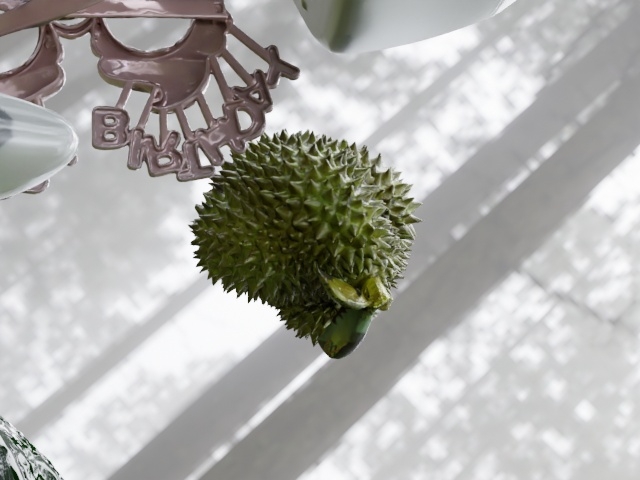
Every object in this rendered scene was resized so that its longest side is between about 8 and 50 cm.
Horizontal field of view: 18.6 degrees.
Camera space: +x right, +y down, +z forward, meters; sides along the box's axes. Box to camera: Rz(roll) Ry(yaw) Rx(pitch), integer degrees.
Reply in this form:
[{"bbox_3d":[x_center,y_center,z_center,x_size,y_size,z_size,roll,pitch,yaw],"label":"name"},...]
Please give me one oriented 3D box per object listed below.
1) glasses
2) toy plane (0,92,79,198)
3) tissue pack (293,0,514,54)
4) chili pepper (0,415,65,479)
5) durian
[{"bbox_3d":[-0.140,-0.111,1.213,0.095,0.255,0.162,126,-46,-80],"label":"glasses"},{"bbox_3d":[-0.240,-0.039,0.927,0.101,0.255,0.251,87,1,-74],"label":"toy plane"},{"bbox_3d":[0.052,-0.309,1.287,0.229,0.236,0.333,109,-43,-74],"label":"tissue pack"},{"bbox_3d":[-0.184,0.108,0.664,0.148,0.264,0.116,42,-56,16],"label":"chili pepper"},{"bbox_3d":[-0.009,-0.011,1.387,0.159,0.146,0.198,31,-3,0],"label":"durian"}]
